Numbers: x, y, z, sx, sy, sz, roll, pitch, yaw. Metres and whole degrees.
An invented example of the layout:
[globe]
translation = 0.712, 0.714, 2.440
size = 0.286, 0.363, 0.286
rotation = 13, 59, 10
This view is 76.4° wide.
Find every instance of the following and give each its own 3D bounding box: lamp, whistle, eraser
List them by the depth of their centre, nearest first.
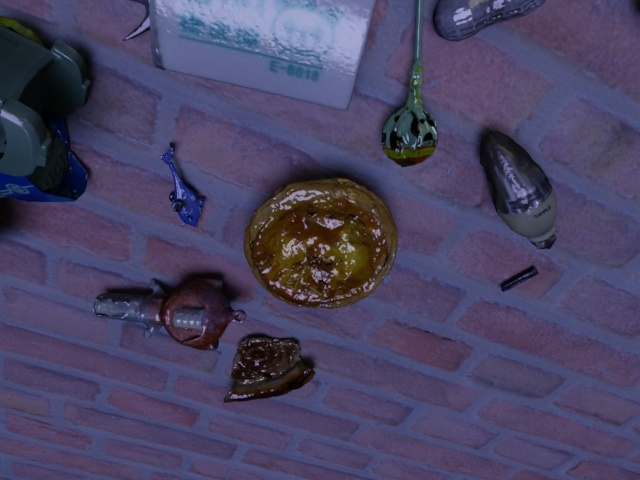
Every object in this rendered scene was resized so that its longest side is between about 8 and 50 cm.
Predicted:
[eraser]
translation = -0.079, -0.308, 0.571
size = 0.289, 0.104, 0.189
rotation = 10, 120, -6
[lamp]
translation = 0.350, -0.084, 0.713
size = 0.101, 0.101, 0.250
rotation = -30, 116, 20
[whistle]
translation = -0.325, 0.152, 0.881
size = 0.345, 0.134, 0.143
rotation = 3, 110, 10

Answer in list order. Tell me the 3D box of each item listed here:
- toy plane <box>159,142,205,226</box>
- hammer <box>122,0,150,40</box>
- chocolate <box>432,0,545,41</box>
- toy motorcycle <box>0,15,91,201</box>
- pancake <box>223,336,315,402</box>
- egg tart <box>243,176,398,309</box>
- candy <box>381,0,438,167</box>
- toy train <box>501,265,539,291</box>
[toy plane]
translation = -0.256, -0.096, 0.756
size = 0.062, 0.054, 0.167
rotation = -22, 126, -14
[hammer]
translation = -0.361, -0.377, 0.569
size = 0.289, 0.037, 0.137
rotation = 12, 122, -7
[chocolate]
translation = 0.239, -0.333, 0.563
size = 0.166, 0.072, 0.072
rotation = -19, 122, 15
[toy motorcycle]
translation = -0.479, -0.158, 0.654
size = 0.199, 0.191, 0.326
rotation = 22, 141, -22
[pancake]
translation = -0.126, 0.348, 1.047
size = 0.212, 0.056, 0.258
rotation = 16, 123, -10
[egg tart]
translation = 0.000, 0.000, 0.773
size = 0.289, 0.115, 0.291
rotation = 0, 122, 0
[candy]
translation = 0.140, -0.265, 0.624
size = 0.091, 0.083, 0.306
rotation = 5, 117, 18
[toy train]
translation = 0.426, 0.084, 0.876
size = 0.083, 0.017, 0.017
rotation = -36, 114, 22
